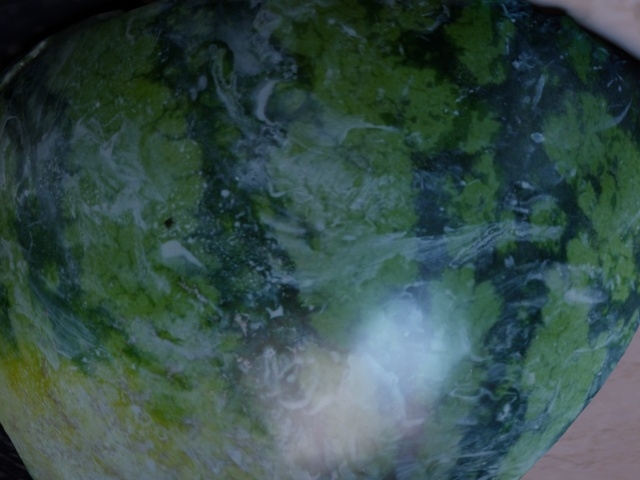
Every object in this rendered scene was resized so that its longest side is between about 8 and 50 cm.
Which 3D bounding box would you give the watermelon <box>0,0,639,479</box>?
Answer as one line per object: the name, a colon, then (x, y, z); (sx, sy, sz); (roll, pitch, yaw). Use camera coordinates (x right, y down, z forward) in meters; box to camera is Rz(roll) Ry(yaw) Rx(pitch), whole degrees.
watermelon: (0.000, 0.000, 0.661); (0.305, 0.224, 0.180); (-13, -169, 18)
